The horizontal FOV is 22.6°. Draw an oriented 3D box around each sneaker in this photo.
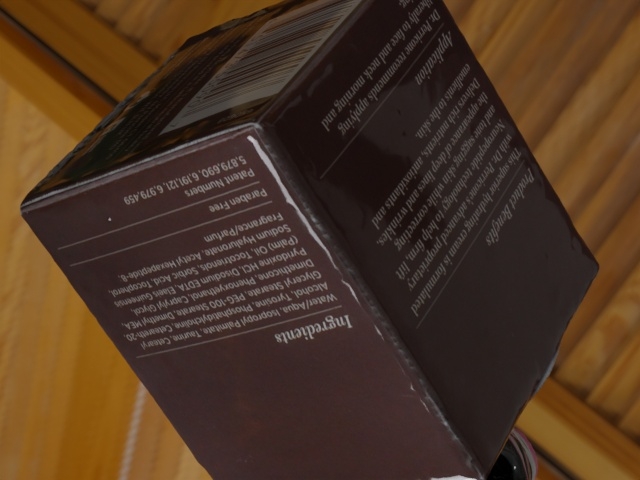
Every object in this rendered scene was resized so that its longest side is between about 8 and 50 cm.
[{"bbox_3d":[0.137,0.169,1.442,0.072,0.178,0.077,-42,-169,17],"label":"sneaker"}]

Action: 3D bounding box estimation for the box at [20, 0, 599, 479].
[{"bbox_3d":[0.000,0.000,0.791,0.203,0.167,0.168,58,42,-19],"label":"box"}]
